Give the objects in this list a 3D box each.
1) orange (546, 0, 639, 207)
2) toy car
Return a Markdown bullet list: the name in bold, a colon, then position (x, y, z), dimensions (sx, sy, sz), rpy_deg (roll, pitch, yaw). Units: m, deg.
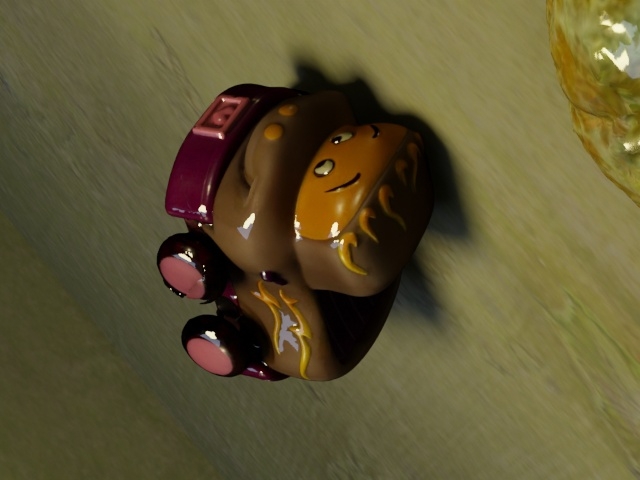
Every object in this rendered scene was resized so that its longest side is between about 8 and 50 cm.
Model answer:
- **orange**: position (0.278, -0.127, 1.332), dimensions (0.271, 0.210, 0.368), rpy_deg (9, 129, 47)
- **toy car**: position (0.000, 0.000, 1.998), dimensions (0.240, 0.271, 0.340), rpy_deg (11, 139, 29)
